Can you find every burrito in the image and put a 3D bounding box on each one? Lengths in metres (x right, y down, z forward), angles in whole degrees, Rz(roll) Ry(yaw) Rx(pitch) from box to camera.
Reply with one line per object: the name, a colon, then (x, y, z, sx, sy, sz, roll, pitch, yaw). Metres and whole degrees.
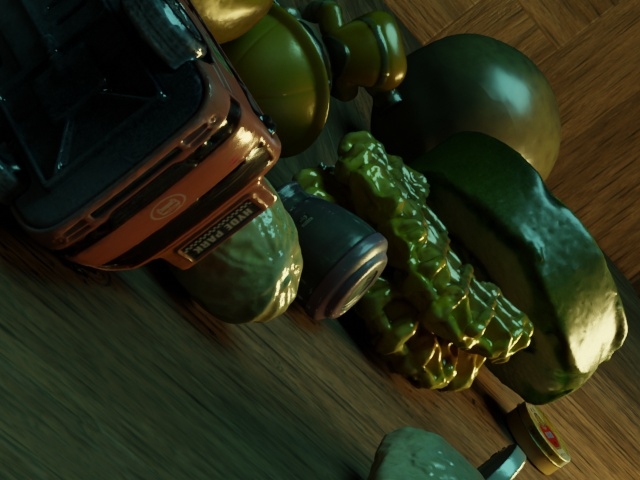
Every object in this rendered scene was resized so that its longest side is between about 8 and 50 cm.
burrito: (0.094, 0.273, 1.360, 0.143, 0.105, 0.299, 47, 16, -6)

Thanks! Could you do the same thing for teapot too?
teapot: (0.001, -0.004, 1.685, 0.146, 0.116, 0.148, 43, 56, 12)

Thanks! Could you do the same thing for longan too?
longan: (0.234, -0.175, 2.491, 0.319, 0.319, 0.319, 48, 15, -17)

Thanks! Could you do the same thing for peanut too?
peanut: (-0.120, -0.058, 1.427, 0.298, 0.120, 0.136, 55, -29, 13)

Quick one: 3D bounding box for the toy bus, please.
toy bus: (-0.207, -0.174, 1.290, 0.427, 0.203, 0.233, 58, 10, 29)

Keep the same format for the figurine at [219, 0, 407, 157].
figurine: (-0.023, -0.204, 1.845, 0.167, 0.257, 0.192, 168, -97, -73)

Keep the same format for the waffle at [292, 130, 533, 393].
waffle: (0.100, 0.030, 1.876, 0.324, 0.151, 0.261, 54, 18, 19)

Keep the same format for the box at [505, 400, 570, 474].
box: (0.297, 0.269, 2.144, 0.105, 0.037, 0.105, 48, 14, -16)

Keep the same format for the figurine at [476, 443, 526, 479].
figurine: (0.233, 0.328, 1.567, 0.236, 0.133, 0.176, 49, -4, 2)

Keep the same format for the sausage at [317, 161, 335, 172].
sausage: (0.083, 0.001, 2.122, 0.269, 0.033, 0.033, 52, 14, -4)

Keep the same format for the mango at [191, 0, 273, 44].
mango: (-0.193, -0.342, 1.669, 0.365, 0.182, 0.253, 33, 62, -37)

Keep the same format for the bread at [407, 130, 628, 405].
bread: (0.231, 0.036, 2.093, 0.382, 0.129, 0.366, 32, -31, 48)
